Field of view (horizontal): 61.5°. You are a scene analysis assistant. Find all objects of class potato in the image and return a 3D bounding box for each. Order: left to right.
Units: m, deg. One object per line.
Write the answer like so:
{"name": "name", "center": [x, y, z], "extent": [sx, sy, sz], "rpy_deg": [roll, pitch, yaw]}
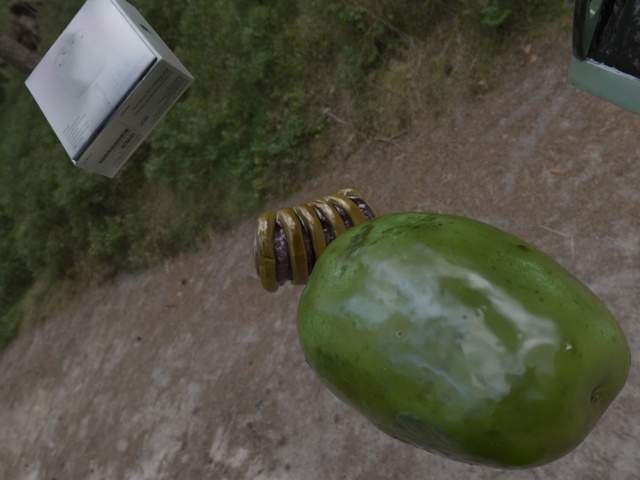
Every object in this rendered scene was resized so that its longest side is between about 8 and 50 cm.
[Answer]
{"name": "potato", "center": [0.107, 0.080, 0.497], "extent": [0.304, 0.215, 0.216], "rpy_deg": [17, 76, 57]}

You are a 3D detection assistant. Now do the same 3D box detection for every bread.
{"name": "bread", "center": [0.000, 0.000, 0.858], "extent": [0.225, 0.134, 0.081], "rpy_deg": [-18, 17, -19]}

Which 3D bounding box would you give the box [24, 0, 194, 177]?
{"name": "box", "center": [-0.209, -0.155, 0.522], "extent": [0.130, 0.051, 0.129], "rpy_deg": [-45, 65, 12]}

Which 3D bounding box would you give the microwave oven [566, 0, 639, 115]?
{"name": "microwave oven", "center": [0.476, -0.330, 0.532], "extent": [0.247, 0.332, 0.395], "rpy_deg": [43, 145, 40]}
